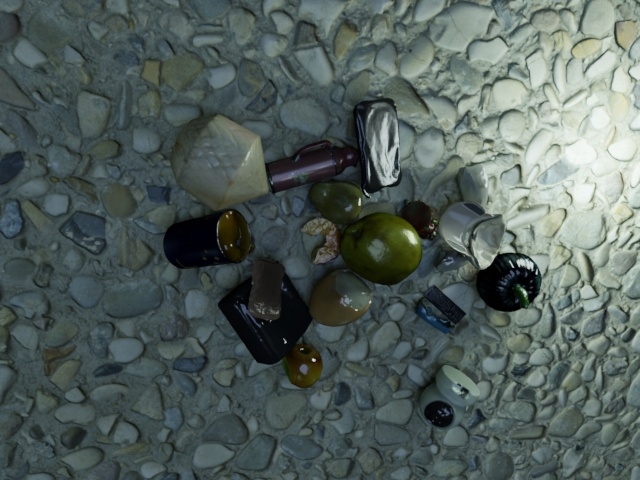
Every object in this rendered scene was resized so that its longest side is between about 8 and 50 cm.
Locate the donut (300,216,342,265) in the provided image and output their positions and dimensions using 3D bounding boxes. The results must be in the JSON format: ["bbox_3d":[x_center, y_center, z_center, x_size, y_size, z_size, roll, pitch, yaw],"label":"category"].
[{"bbox_3d":[0.010,-0.006,1.791,0.146,0.078,0.181,-21,101,-4],"label":"donut"}]

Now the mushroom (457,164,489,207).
[{"bbox_3d":[0.573,-0.155,1.828,0.118,0.103,0.270,-8,112,-8],"label":"mushroom"}]

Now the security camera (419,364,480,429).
[{"bbox_3d":[0.516,0.658,1.998,0.194,0.194,0.236,30,104,-15],"label":"security camera"}]

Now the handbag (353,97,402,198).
[{"bbox_3d":[0.203,-0.325,1.707,0.191,0.075,0.333,-18,110,-36],"label":"handbag"}]

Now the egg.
[{"bbox_3d":[0.068,0.218,1.795,0.244,0.201,0.201,-35,108,12],"label":"egg"}]

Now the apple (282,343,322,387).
[{"bbox_3d":[-0.074,0.489,1.874,0.163,0.146,0.147,12,107,-14],"label":"apple"}]

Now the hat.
[{"bbox_3d":[0.551,-0.020,1.795,0.225,0.164,0.220,27,84,23],"label":"hat"}]

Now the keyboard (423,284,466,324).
[{"bbox_3d":[0.508,0.262,1.975,0.202,0.011,0.067,41,97,-16],"label":"keyboard"}]

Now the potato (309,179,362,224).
[{"bbox_3d":[0.051,-0.143,1.714,0.193,0.157,0.157,22,101,0],"label":"potato"}]

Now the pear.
[{"bbox_3d":[0.219,0.030,1.739,0.321,0.269,0.269,25,101,-37],"label":"pear"}]

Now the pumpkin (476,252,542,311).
[{"bbox_3d":[0.741,0.176,1.867,0.247,0.248,0.248,-2,105,-9],"label":"pumpkin"}]

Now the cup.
[{"bbox_3d":[-0.366,0.028,1.655,0.256,0.179,0.255,-9,137,30],"label":"cup"}]

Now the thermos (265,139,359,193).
[{"bbox_3d":[-0.027,-0.272,1.691,0.330,0.109,0.136,-16,106,-5],"label":"thermos"}]

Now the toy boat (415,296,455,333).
[{"bbox_3d":[0.456,0.297,1.942,0.185,0.075,0.077,34,100,-12],"label":"toy boat"}]

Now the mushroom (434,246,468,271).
[{"bbox_3d":[0.565,0.036,1.885,0.278,0.096,0.099,-30,152,-2],"label":"mushroom"}]

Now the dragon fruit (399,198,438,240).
[{"bbox_3d":[0.372,-0.063,1.819,0.138,0.142,0.175,-12,135,34],"label":"dragon fruit"}]

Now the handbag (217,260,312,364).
[{"bbox_3d":[-0.200,0.262,1.792,0.275,0.177,0.302,-46,111,-41],"label":"handbag"}]

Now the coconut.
[{"bbox_3d":[-0.310,-0.236,1.567,0.328,0.329,0.329,-2,105,-9],"label":"coconut"}]

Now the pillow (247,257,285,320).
[{"bbox_3d":[-0.188,0.169,1.687,0.135,0.034,0.211,21,66,-35],"label":"pillow"}]
